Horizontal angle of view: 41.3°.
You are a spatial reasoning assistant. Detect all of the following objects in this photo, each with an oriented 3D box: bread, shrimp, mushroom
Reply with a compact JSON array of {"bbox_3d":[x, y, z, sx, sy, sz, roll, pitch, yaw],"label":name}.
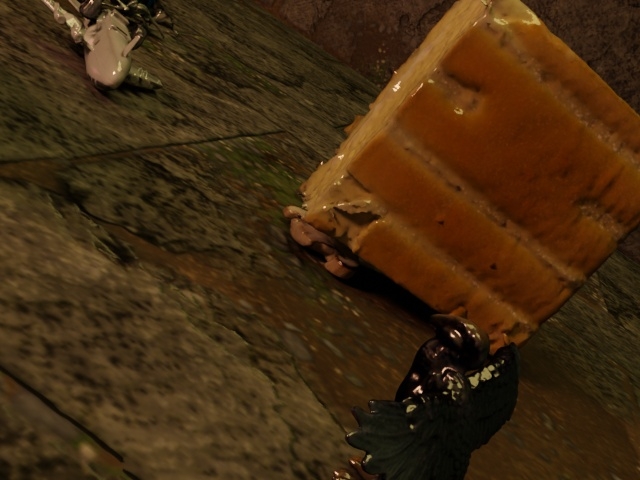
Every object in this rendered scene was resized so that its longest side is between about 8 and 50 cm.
[{"bbox_3d":[0.137,-0.053,0.709,0.246,0.239,0.111,38,8,-21],"label":"bread"},{"bbox_3d":[-0.243,-0.306,1.055,0.174,0.076,0.082,13,48,-51],"label":"shrimp"},{"bbox_3d":[0.000,0.000,0.716,0.049,0.019,0.101,16,23,-42],"label":"mushroom"}]

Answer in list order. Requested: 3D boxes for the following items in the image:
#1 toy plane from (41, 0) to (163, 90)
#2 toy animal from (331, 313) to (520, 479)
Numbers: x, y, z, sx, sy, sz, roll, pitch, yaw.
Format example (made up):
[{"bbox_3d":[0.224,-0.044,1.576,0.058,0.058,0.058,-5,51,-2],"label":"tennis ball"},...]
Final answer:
[{"bbox_3d":[-0.202,-0.185,0.796,0.162,0.065,0.171,36,7,-37],"label":"toy plane"},{"bbox_3d":[0.056,0.090,0.407,0.062,0.107,0.220,34,13,24],"label":"toy animal"}]
